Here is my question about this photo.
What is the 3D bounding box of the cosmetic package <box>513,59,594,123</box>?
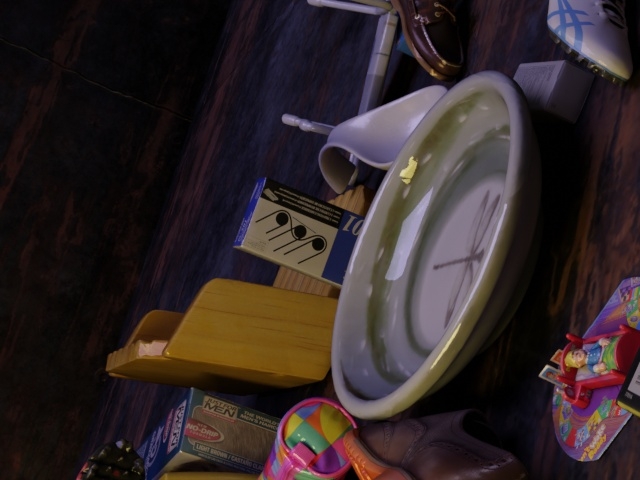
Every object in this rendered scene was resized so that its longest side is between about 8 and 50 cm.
[{"bbox_3d":[0.247,-0.161,1.415,0.060,0.041,0.115,-67,17,1],"label":"cosmetic package"}]

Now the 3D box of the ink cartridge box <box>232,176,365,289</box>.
[{"bbox_3d":[0.000,0.000,1.688,0.097,0.207,0.046,-70,16,-7],"label":"ink cartridge box"}]

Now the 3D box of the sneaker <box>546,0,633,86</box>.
[{"bbox_3d":[0.283,-0.245,1.343,0.086,0.085,0.237,-48,27,31],"label":"sneaker"}]

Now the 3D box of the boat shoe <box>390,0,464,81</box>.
[{"bbox_3d":[0.150,-0.310,1.783,0.073,0.073,0.207,-50,47,36],"label":"boat shoe"}]

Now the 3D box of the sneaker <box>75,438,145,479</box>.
[{"bbox_3d":[-0.299,0.390,1.656,0.135,0.098,0.276,-39,34,54],"label":"sneaker"}]

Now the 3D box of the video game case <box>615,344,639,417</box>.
[{"bbox_3d":[0.332,0.029,0.918,0.275,0.035,0.248,-66,16,2],"label":"video game case"}]

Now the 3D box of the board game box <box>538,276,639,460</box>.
[{"bbox_3d":[0.237,0.106,1.119,0.168,0.033,0.133,-61,18,25],"label":"board game box"}]

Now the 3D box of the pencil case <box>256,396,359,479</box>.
[{"bbox_3d":[-0.019,0.268,1.514,0.236,0.104,0.104,108,174,-58],"label":"pencil case"}]

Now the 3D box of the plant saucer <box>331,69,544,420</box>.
[{"bbox_3d":[0.143,0.017,1.409,0.400,0.100,0.400,-56,20,33],"label":"plant saucer"}]

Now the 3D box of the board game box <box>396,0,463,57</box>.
[{"bbox_3d":[0.182,-0.393,1.904,0.210,0.047,0.160,-53,22,41],"label":"board game box"}]

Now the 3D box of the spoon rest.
[{"bbox_3d":[0.080,-0.136,1.769,0.276,0.084,0.137,-23,36,55],"label":"spoon rest"}]

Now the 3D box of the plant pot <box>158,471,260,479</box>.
[{"bbox_3d":[-0.152,0.413,1.674,0.212,0.187,0.212,-47,26,49],"label":"plant pot"}]

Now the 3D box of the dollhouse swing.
[{"bbox_3d":[-0.117,0.058,1.897,0.347,0.315,0.305,155,124,-67],"label":"dollhouse swing"}]

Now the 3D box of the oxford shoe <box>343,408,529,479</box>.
[{"bbox_3d":[0.114,0.228,1.262,0.133,0.130,0.364,-32,7,-5],"label":"oxford shoe"}]

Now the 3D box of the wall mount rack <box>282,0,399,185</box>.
[{"bbox_3d":[0.030,-0.271,2.013,0.304,0.130,0.350,-122,45,-82],"label":"wall mount rack"}]

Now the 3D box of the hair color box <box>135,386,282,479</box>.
[{"bbox_3d":[-0.180,0.351,1.861,0.347,0.174,0.105,-49,25,48],"label":"hair color box"}]
